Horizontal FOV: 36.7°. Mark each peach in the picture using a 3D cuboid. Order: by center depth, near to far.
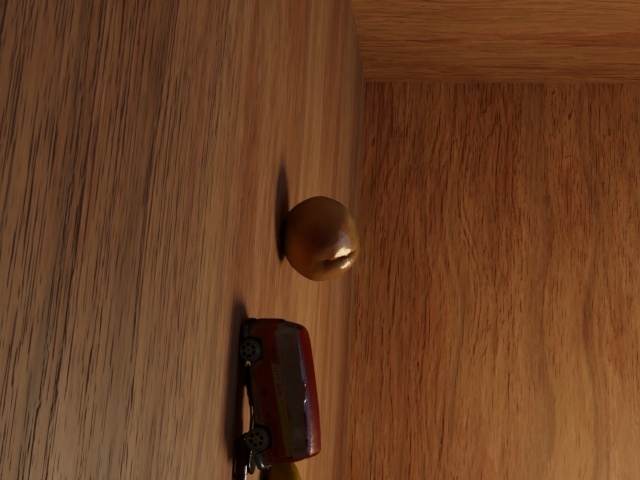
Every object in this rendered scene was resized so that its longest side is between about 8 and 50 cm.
[{"bbox_3d":[0.000,0.000,2.105,0.184,0.184,0.184,2,90,-83],"label":"peach"}]

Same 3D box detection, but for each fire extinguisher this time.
[{"bbox_3d":[-0.135,0.375,1.678,0.028,0.022,0.083,11,78,-50],"label":"fire extinguisher"}]

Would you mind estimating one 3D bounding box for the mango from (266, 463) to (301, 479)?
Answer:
[{"bbox_3d":[-0.069,0.590,1.944,0.176,0.119,0.317,63,20,-70],"label":"mango"}]

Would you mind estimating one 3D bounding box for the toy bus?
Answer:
[{"bbox_3d":[-0.068,0.264,1.706,0.121,0.119,0.265,28,55,-74],"label":"toy bus"}]

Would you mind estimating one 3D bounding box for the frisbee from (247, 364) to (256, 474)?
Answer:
[{"bbox_3d":[-0.121,0.326,1.843,0.187,0.012,0.211,-39,130,-82],"label":"frisbee"}]
